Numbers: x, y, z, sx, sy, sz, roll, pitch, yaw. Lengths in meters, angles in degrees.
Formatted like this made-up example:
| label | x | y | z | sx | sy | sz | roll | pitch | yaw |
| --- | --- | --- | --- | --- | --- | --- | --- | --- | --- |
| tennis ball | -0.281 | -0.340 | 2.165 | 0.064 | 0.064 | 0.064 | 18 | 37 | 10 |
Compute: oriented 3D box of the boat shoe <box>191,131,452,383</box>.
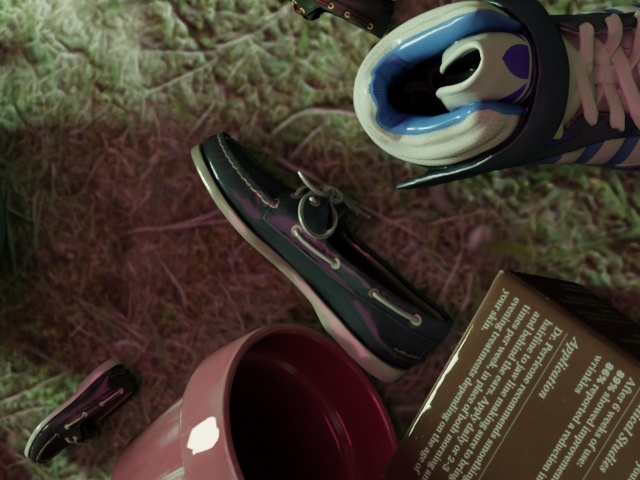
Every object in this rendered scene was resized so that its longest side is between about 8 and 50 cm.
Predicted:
| label | x | y | z | sx | sy | sz | roll | pitch | yaw |
| --- | --- | --- | --- | --- | --- | --- | --- | --- | --- |
| boat shoe | 0.000 | 0.000 | 1.173 | 0.079 | 0.095 | 0.254 | -45 | 79 | 19 |

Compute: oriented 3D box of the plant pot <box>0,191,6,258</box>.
| label | x | y | z | sx | sy | sz | roll | pitch | yaw |
| --- | --- | --- | --- | --- | --- | --- | --- | --- | --- |
| plant pot | -0.398 | -0.011 | 1.270 | 0.293 | 0.196 | 0.293 | 1 | 94 | 21 |

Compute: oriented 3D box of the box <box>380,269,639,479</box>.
| label | x | y | z | sx | sy | sz | roll | pitch | yaw |
| --- | --- | --- | --- | --- | --- | --- | --- | --- | --- |
| box | 0.251 | 0.197 | 1.020 | 0.381 | 0.143 | 0.191 | 38 | 106 | 33 |

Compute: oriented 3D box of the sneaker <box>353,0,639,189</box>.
| label | x | y | z | sx | sy | sz | roll | pitch | yaw |
| --- | --- | --- | --- | --- | --- | --- | --- | --- | --- |
| sneaker | 0.183 | -0.109 | 1.021 | 0.323 | 0.236 | 0.130 | -4 | 92 | 21 |

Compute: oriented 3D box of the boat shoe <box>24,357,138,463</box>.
| label | x | y | z | sx | sy | sz | roll | pitch | yaw |
| --- | --- | --- | --- | --- | --- | --- | --- | --- | --- |
| boat shoe | -0.211 | 0.159 | 1.291 | 0.125 | 0.046 | 0.038 | -45 | 73 | 9 |

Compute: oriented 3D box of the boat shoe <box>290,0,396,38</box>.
| label | x | y | z | sx | sy | sz | roll | pitch | yaw |
| --- | --- | --- | --- | --- | --- | --- | --- | --- | --- |
| boat shoe | -0.006 | -0.199 | 1.181 | 0.133 | 0.049 | 0.042 | 19 | 97 | 5 |

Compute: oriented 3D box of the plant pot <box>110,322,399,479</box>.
| label | x | y | z | sx | sy | sz | roll | pitch | yaw |
| --- | --- | --- | --- | --- | --- | --- | --- | --- | --- |
| plant pot | -0.064 | 0.188 | 1.168 | 0.180 | 0.201 | 0.201 | -28 | 83 | 36 |
